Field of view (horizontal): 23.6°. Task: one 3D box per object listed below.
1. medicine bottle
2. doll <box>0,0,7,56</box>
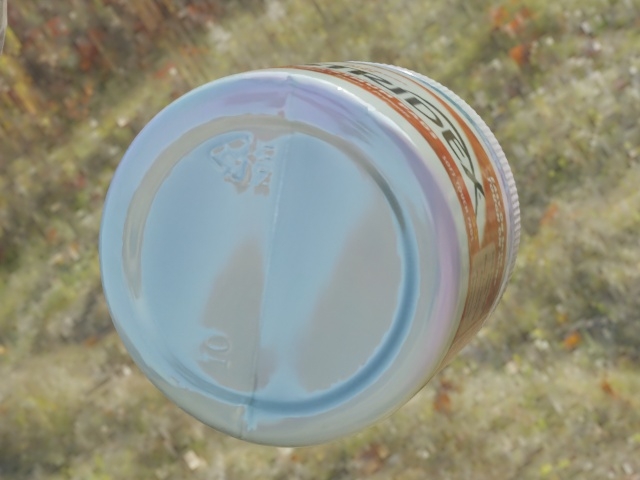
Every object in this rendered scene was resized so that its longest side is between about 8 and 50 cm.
[{"bbox_3d":[0.000,0.000,1.092,0.252,0.252,0.241,-29,-1,19],"label":"medicine bottle"},{"bbox_3d":[-0.215,-0.124,0.625,0.160,0.094,0.365,2,23,-16],"label":"doll"}]
